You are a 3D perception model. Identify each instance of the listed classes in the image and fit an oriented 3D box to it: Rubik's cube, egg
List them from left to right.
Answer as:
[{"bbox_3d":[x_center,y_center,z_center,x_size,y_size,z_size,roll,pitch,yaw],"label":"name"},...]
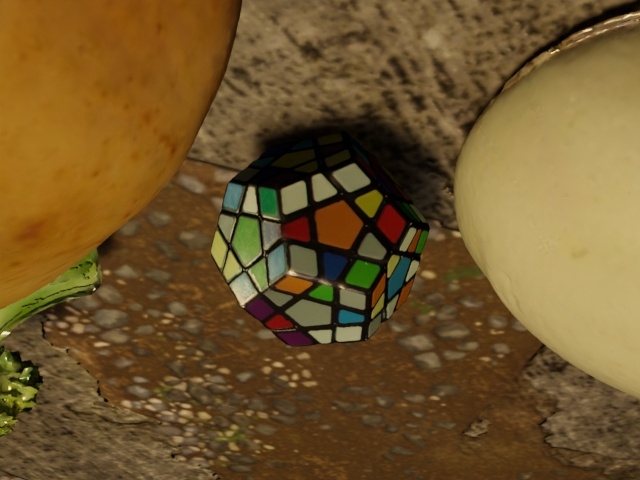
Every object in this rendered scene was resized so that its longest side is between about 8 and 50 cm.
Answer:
[{"bbox_3d":[0.000,0.000,0.711,0.112,0.133,0.133,27,149,19],"label":"Rubik's cube"},{"bbox_3d":[0.207,0.014,0.650,0.286,0.174,0.264,-15,136,32],"label":"egg"}]

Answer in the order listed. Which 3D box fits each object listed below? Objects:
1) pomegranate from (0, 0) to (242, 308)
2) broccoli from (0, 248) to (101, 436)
[{"bbox_3d":[-0.189,-0.091,0.423,0.342,0.342,0.342,4,144,3],"label":"pomegranate"},{"bbox_3d":[-0.240,0.044,0.789,0.194,0.194,0.219,-4,120,14],"label":"broccoli"}]
